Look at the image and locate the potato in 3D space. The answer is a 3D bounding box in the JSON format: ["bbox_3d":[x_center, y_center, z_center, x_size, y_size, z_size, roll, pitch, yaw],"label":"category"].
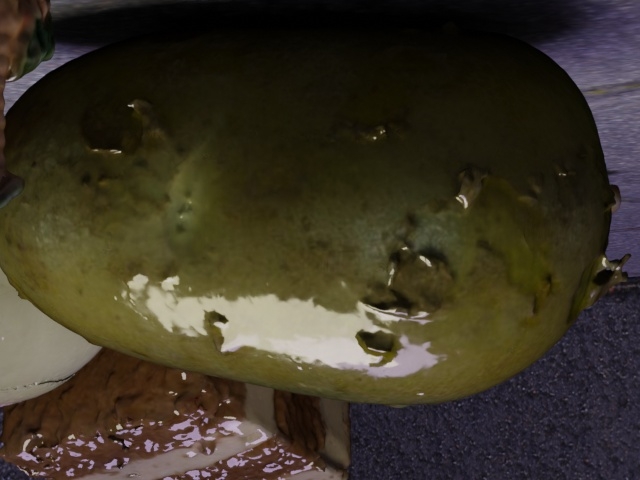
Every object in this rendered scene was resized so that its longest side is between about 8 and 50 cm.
[{"bbox_3d":[-0.011,-0.017,1.072,0.359,0.219,0.270,2,-178,-11],"label":"potato"}]

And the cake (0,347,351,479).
[{"bbox_3d":[-0.138,0.123,1.887,0.256,0.282,0.290,-18,148,27],"label":"cake"}]

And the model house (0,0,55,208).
[{"bbox_3d":[-0.232,-0.044,0.981,0.166,0.172,0.183,4,173,-37],"label":"model house"}]

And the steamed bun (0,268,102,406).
[{"bbox_3d":[-0.314,0.036,1.622,0.312,0.233,0.334,3,176,-31],"label":"steamed bun"}]

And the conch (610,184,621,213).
[{"bbox_3d":[0.178,-0.005,1.862,0.255,0.127,0.158,-2,174,-14],"label":"conch"}]
